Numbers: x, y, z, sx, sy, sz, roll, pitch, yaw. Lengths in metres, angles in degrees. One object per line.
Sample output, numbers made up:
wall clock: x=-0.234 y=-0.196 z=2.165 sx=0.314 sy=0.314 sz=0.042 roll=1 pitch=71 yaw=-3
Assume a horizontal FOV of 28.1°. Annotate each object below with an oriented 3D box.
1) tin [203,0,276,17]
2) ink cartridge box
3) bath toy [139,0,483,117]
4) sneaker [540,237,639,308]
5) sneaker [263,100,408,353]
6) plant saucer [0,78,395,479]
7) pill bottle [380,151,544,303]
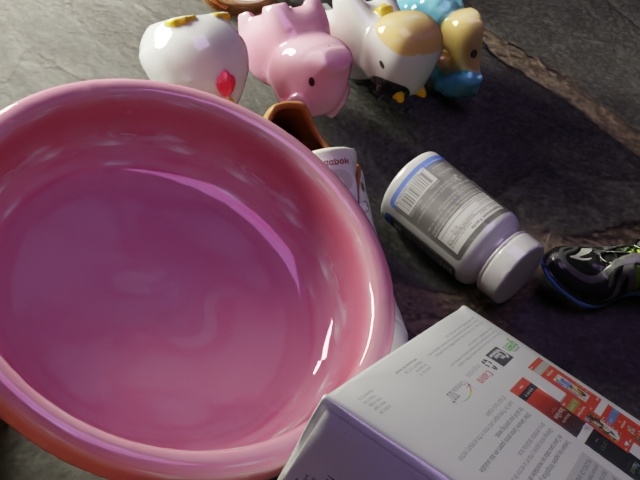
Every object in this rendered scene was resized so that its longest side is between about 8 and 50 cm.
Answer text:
tin: x=-0.057 y=-0.320 z=1.356 sx=0.106 sy=0.040 sz=0.190 roll=42 pitch=74 yaw=-10
ink cartridge box: x=0.135 y=0.188 z=0.817 sx=0.271 sy=0.130 sz=0.309 roll=33 pitch=17 yaw=15
bath toy: x=-0.005 y=-0.169 z=1.233 sx=0.348 sy=0.129 sz=0.151 roll=-14 pitch=8 yaw=-31
sneaker: x=0.287 y=0.018 z=1.164 sx=0.188 sy=0.078 sz=0.067 roll=1 pitch=46 yaw=-16
sneaker: x=0.000 y=0.000 z=1.061 sx=0.105 sy=0.123 sz=0.290 roll=-8 pitch=51 yaw=-27
plant saucer: x=-0.113 y=0.033 z=0.907 sx=0.332 sy=0.084 sz=0.332 roll=13 pitch=49 yaw=-16
pill bottle: x=0.127 y=-0.011 z=1.142 sx=0.137 sy=0.078 sz=0.078 roll=41 pitch=49 yaw=22
